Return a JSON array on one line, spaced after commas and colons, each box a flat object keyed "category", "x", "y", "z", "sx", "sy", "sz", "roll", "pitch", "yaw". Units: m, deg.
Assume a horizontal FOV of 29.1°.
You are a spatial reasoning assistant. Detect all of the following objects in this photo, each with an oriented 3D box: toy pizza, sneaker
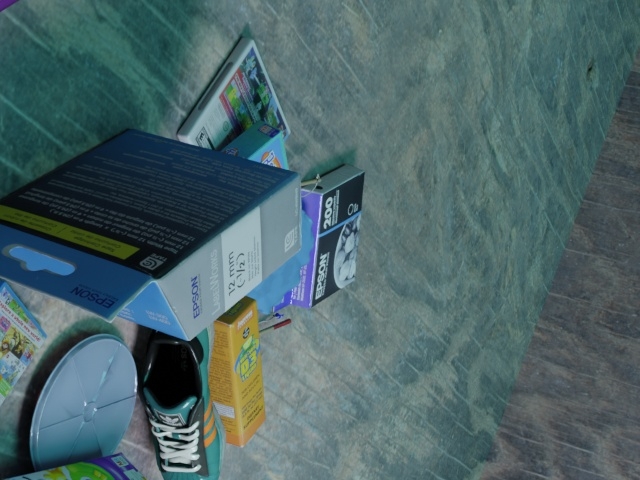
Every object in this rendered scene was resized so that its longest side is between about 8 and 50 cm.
[{"category": "toy pizza", "x": -0.302, "y": 0.212, "z": 1.553, "sx": 0.201, "sy": 0.032, "sz": 0.201, "roll": -38, "pitch": 136, "yaw": -50}, {"category": "sneaker", "x": -0.195, "y": 0.232, "z": 1.664, "sx": 0.121, "sy": 0.108, "sz": 0.302, "roll": -62, "pitch": 151, "yaw": -68}]

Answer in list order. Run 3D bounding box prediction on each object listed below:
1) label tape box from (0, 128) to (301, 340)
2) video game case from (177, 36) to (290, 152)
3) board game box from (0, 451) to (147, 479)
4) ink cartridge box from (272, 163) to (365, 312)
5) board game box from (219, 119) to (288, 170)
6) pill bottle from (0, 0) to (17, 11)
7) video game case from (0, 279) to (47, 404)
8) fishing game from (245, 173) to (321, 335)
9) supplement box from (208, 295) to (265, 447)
[{"category": "label tape box", "x": -0.213, "y": 0.008, "z": 1.360, "sx": 0.347, "sy": 0.249, "sz": 0.115, "roll": -41, "pitch": 139, "yaw": -48}, {"category": "video game case", "x": -0.116, "y": -0.149, "z": 1.720, "sx": 0.183, "sy": 0.023, "sz": 0.201, "roll": -60, "pitch": 150, "yaw": -26}, {"category": "board game box", "x": -0.309, "y": 0.366, "z": 1.457, "sx": 0.144, "sy": 0.142, "sz": 0.275, "roll": -55, "pitch": 157, "yaw": 16}, {"category": "ink cartridge box", "x": 0.000, "y": 0.000, "z": 2.012, "sx": 0.208, "sy": 0.045, "sz": 0.206, "roll": -29, "pitch": 131, "yaw": -53}, {"category": "board game box", "x": -0.126, "y": -0.042, "z": 1.686, "sx": 0.210, "sy": 0.047, "sz": 0.160, "roll": -41, "pitch": 143, "yaw": -28}, {"category": "pill bottle", "x": -0.299, "y": -0.301, "z": 1.090, "sx": 0.323, "sy": 0.181, "sz": 0.181, "roll": -47, "pitch": 144, "yaw": -42}, {"category": "video game case", "x": -0.379, "y": 0.142, "z": 1.381, "sx": 0.166, "sy": 0.015, "sz": 0.119, "roll": -59, "pitch": 150, "yaw": -26}, {"category": "fishing game", "x": -0.079, "y": 0.030, "z": 1.882, "sx": 0.189, "sy": 0.041, "sz": 0.264, "roll": -21, "pitch": 129, "yaw": -49}, {"category": "supplement box", "x": -0.136, "y": 0.188, "z": 1.816, "sx": 0.078, "sy": 0.080, "sz": 0.233, "roll": -47, "pitch": 141, "yaw": -46}]
